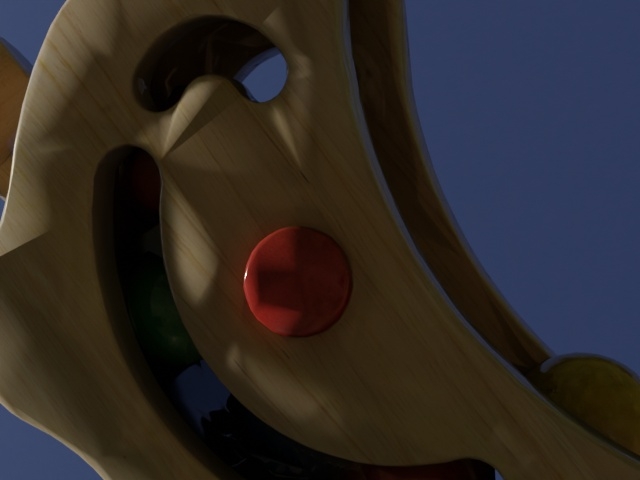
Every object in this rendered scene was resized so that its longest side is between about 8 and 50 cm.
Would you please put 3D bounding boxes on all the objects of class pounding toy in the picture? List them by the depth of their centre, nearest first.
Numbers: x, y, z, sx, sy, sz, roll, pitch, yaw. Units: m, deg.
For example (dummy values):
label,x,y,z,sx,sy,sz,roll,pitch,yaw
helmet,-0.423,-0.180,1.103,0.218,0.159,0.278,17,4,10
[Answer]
label,x,y,z,sx,sy,sz,roll,pitch,yaw
pounding toy,0.000,0.000,0.489,0.269,0.155,0.154,40,-79,14
